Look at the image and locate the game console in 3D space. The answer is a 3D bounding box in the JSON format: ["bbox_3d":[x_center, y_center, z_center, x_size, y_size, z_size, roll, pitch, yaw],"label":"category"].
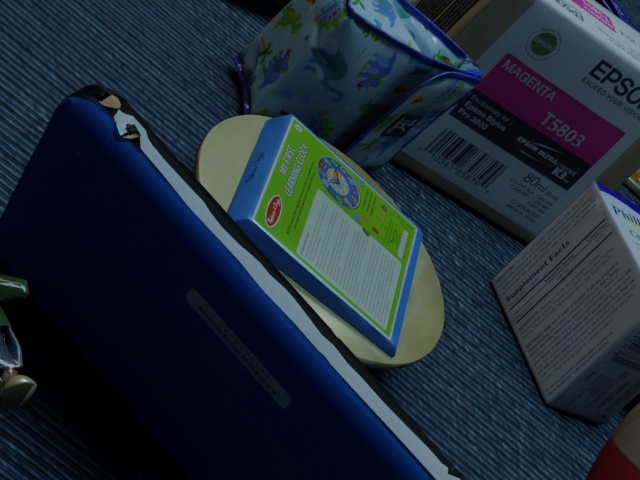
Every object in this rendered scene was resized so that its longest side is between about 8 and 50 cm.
[{"bbox_3d":[-0.022,0.054,0.929,0.293,0.250,0.173,47,52,6],"label":"game console"}]

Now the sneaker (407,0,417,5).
[{"bbox_3d":[0.126,-0.168,1.570,0.292,0.110,0.118,39,34,-12],"label":"sneaker"}]

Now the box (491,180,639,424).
[{"bbox_3d":[0.217,0.049,1.337,0.072,0.126,0.137,22,33,-37],"label":"box"}]

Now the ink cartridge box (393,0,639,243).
[{"bbox_3d":[0.168,-0.121,1.445,0.234,0.193,0.088,29,29,-30],"label":"ink cartridge box"}]

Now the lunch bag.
[{"bbox_3d":[0.031,-0.122,1.311,0.151,0.129,0.096,28,34,-36],"label":"lunch bag"}]

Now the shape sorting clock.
[{"bbox_3d":[0.000,0.000,1.135,0.206,0.040,0.206,34,34,-26],"label":"shape sorting clock"}]

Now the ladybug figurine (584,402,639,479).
[{"bbox_3d":[0.256,0.251,0.957,0.305,0.162,0.449,53,1,-20],"label":"ladybug figurine"}]

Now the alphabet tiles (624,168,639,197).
[{"bbox_3d":[0.429,-0.030,1.922,0.285,0.011,0.342,42,25,-7],"label":"alphabet tiles"}]

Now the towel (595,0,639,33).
[{"bbox_3d":[0.258,-0.179,1.697,0.228,0.076,0.308,48,0,2],"label":"towel"}]

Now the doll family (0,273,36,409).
[{"bbox_3d":[-0.221,0.033,0.761,0.193,0.076,0.111,9,47,-47],"label":"doll family"}]
